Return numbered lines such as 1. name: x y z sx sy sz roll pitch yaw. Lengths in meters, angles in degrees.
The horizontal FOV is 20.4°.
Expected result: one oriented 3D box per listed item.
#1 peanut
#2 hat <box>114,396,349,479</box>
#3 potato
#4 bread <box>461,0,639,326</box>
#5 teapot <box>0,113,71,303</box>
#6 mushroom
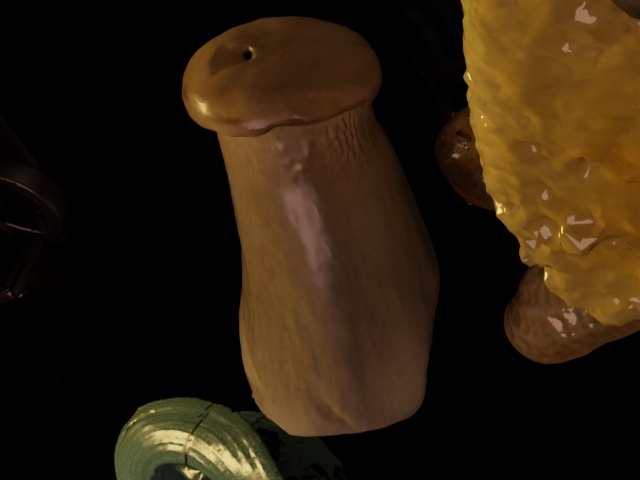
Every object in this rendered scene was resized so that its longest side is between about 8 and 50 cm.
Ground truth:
1. peanut: 0.124 0.019 0.790 0.054 0.054 0.113 37 136 -15
2. hat: -0.030 0.139 0.983 0.191 0.078 0.138 2 130 52
3. potato: 0.089 -0.033 0.756 0.083 0.040 0.051 10 143 18
4. bread: 0.147 -0.076 0.570 0.262 0.204 0.162 40 149 -23
5. teapot: -0.189 0.000 0.898 0.177 0.087 0.096 -17 130 39
6. mushroom: 0.004 0.009 0.805 0.096 0.108 0.247 -21 138 -10
